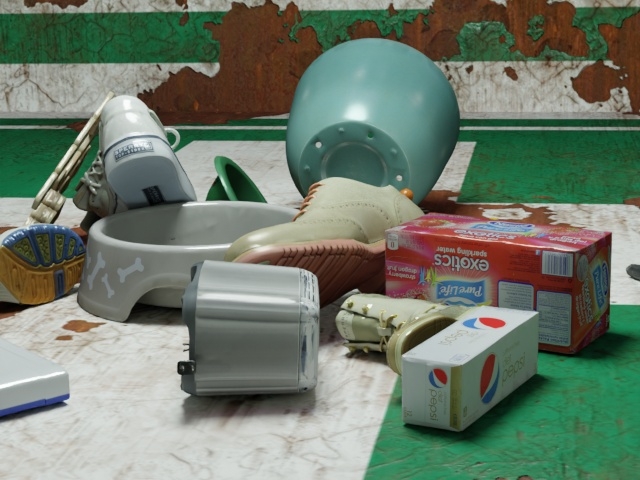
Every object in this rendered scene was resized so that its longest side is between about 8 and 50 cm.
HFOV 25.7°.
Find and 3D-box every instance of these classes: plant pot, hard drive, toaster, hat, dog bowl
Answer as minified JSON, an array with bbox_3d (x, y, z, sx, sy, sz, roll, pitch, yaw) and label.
[{"bbox_3d":[0.074,-0.158,2.313,0.293,0.293,0.235,1,26,11],"label":"plant pot"},{"bbox_3d":[-0.455,0.162,1.473,0.319,0.040,0.210,-11,17,-38],"label":"hard drive"},{"bbox_3d":[-0.076,0.097,1.534,0.146,0.129,0.227,1,11,-1],"label":"toaster"},{"bbox_3d":[-0.177,-0.013,2.183,0.183,0.173,0.208,-32,-15,12],"label":"hat"},{"bbox_3d":[-0.160,0.023,1.922,0.349,0.102,0.349,-1,12,0],"label":"dog bowl"}]

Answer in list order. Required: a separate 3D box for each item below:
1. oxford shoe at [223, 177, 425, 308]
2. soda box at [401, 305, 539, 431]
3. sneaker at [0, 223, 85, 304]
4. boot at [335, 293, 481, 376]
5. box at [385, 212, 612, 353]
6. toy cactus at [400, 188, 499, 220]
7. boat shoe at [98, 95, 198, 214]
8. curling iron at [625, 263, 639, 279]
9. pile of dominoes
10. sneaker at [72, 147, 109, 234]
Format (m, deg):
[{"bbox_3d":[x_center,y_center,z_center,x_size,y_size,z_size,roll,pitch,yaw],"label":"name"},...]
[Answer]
[{"bbox_3d":[0.000,0.000,1.797,0.140,0.146,0.397,-45,-23,29],"label":"oxford shoe"},{"bbox_3d":[0.161,0.131,1.479,0.069,0.074,0.216,6,14,29],"label":"soda box"},{"bbox_3d":[-0.453,0.035,1.872,0.131,0.112,0.296,10,16,41],"label":"sneaker"},{"bbox_3d":[0.085,0.107,1.589,0.165,0.077,0.213,7,10,31],"label":"boot"},{"bbox_3d":[0.215,0.047,1.714,0.257,0.128,0.122,6,14,32],"label":"box"},{"bbox_3d":[0.176,0.005,2.005,0.219,0.112,0.180,5,21,-12],"label":"toy cactus"},{"bbox_3d":[-0.269,-0.115,2.076,0.136,0.156,0.367,-16,-19,-2],"label":"boat shoe"},{"bbox_3d":[0.479,0.061,1.838,0.068,0.035,0.274,-5,14,-17],"label":"curling iron"},{"bbox_3d":[-0.373,-0.078,2.076,0.040,0.196,0.251,31,54,-4],"label":"pile of dominoes"},{"bbox_3d":[-0.331,-0.098,2.209,0.121,0.262,0.099,-18,47,-23],"label":"sneaker"}]
